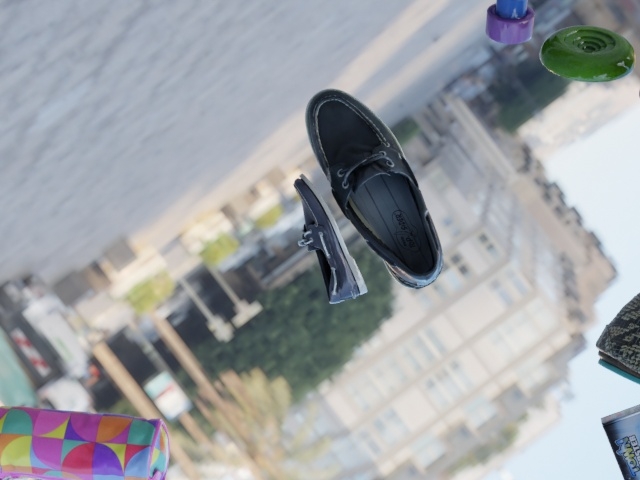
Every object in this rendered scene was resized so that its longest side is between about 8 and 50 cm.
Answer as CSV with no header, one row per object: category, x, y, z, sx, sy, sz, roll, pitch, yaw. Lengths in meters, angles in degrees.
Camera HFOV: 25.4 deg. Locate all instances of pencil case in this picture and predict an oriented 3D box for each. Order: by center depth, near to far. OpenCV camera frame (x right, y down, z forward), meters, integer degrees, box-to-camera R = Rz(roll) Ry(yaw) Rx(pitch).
pencil case,-0.313,0.270,1.820,0.236,0.104,0.104,1,-171,8

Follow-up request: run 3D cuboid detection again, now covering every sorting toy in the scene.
sorting toy,0.374,-0.278,1.846,0.127,0.366,0.126,-33,138,-38

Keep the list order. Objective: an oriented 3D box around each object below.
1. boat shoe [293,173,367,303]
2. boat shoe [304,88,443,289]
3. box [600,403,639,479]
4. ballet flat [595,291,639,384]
boat shoe,0.000,0.000,2.146,0.065,0.206,0.075,-27,-172,-3
boat shoe,0.083,-0.078,2.140,0.127,0.340,0.113,-24,-178,0
box,0.362,0.251,1.377,0.114,0.207,0.036,-22,180,10
ballet flat,0.612,0.214,2.038,0.164,0.483,0.182,22,101,-51
